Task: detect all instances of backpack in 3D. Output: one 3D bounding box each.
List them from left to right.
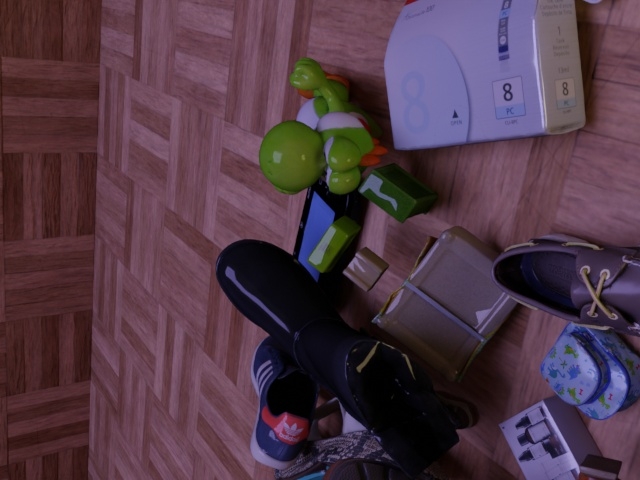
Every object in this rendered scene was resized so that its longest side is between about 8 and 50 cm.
[{"bbox_3d":[0.349,0.170,0.870,0.114,0.084,0.105,50,135,35],"label":"backpack"}]

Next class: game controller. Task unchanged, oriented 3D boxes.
[{"bbox_3d":[0.000,0.000,1.357,0.166,0.067,0.319,41,126,44],"label":"game controller"}]

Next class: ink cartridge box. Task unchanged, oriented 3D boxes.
[{"bbox_3d":[0.201,-0.328,0.948,0.308,0.091,0.385,5,108,60],"label":"ink cartridge box"}]

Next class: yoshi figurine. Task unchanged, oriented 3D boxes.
[{"bbox_3d":[-0.022,-0.183,1.150,0.203,0.203,0.362,-36,24,12],"label":"yoshi figurine"}]

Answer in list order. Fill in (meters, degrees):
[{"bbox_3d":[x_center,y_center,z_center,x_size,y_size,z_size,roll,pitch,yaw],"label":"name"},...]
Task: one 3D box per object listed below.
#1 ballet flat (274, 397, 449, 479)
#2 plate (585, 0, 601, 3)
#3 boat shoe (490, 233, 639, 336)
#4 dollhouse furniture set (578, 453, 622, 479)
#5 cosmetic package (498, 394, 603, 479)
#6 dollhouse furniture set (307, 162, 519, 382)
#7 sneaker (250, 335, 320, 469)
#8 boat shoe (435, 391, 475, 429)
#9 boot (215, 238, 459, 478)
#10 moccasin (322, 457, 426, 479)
[{"bbox_3d":[0.053,0.383,1.280,0.483,0.164,0.182,-30,52,54],"label":"ballet flat"},{"bbox_3d":[0.325,-0.476,0.846,0.278,0.045,0.277,50,132,39],"label":"plate"},{"bbox_3d":[0.332,0.054,0.803,0.324,0.097,0.116,-159,60,-67],"label":"boat shoe"},{"bbox_3d":[0.316,0.394,0.827,0.259,0.135,0.262,6,88,28],"label":"dollhouse furniture set"},{"bbox_3d":[0.345,0.340,0.919,0.099,0.060,0.239,-52,53,46],"label":"cosmetic package"},{"bbox_3d":[0.162,0.044,1.076,0.301,0.151,0.197,38,108,11],"label":"dollhouse furniture set"},{"bbox_3d":[-0.063,0.286,1.372,0.350,0.131,0.148,-100,33,-58],"label":"sneaker"},{"bbox_3d":[0.191,0.288,1.140,0.152,0.049,0.056,-10,87,55],"label":"boat shoe"},{"bbox_3d":[-0.003,0.155,1.077,0.146,0.367,0.445,-48,12,-3],"label":"boot"},{"bbox_3d":[0.154,0.432,0.986,0.147,0.380,0.139,-30,36,56],"label":"moccasin"}]
